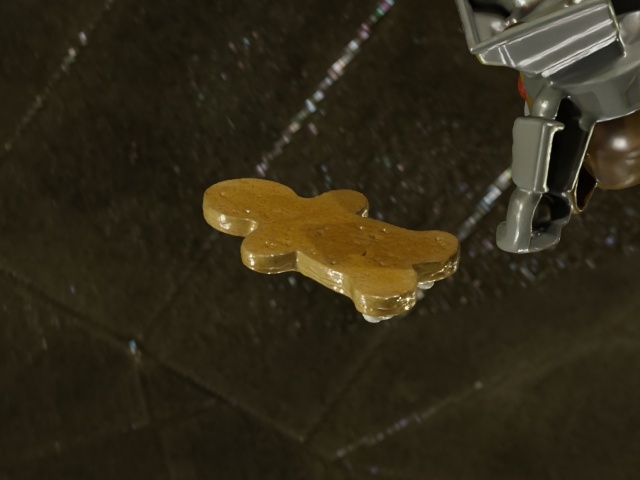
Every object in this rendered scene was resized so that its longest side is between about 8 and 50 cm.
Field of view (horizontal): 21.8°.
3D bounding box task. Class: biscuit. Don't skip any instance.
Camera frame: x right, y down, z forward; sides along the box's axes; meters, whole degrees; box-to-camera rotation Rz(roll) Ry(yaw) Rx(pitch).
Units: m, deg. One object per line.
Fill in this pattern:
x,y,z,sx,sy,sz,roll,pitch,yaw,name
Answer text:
0.000,0.002,1.429,0.158,0.240,0.035,-26,130,-46,biscuit

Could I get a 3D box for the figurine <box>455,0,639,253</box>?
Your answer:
0.233,-0.153,1.399,0.342,0.167,0.285,-43,139,-5,figurine
